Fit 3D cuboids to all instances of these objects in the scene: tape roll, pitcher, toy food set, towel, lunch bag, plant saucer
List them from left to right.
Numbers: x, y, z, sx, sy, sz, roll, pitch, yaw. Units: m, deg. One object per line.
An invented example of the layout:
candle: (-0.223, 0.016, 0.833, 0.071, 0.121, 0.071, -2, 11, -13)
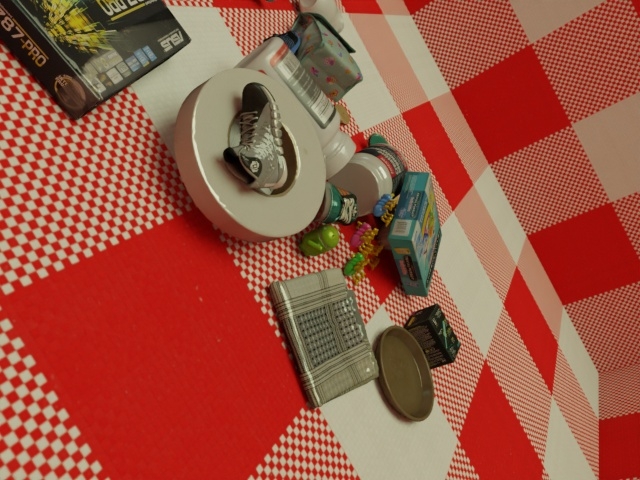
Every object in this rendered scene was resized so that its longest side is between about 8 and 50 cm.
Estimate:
tape roll: (-0.142, -0.189, 1.259, 0.392, 0.072, 0.392, 17, 66, -44)
pitcher: (0.001, -0.886, 2.099, 0.207, 0.125, 0.178, 8, 69, -62)
lunch bag: (0.011, -0.637, 1.909, 0.223, 0.160, 0.262, 33, 33, -39)
towel: (0.027, 0.228, 1.404, 0.324, 0.056, 0.312, -5, 72, -58)
toy food set: (0.074, -0.447, 1.990, 0.082, 0.020, 0.083, 37, 41, -36)
plant saucer: (0.239, 0.382, 1.618, 0.278, 0.041, 0.278, 34, 43, -39)

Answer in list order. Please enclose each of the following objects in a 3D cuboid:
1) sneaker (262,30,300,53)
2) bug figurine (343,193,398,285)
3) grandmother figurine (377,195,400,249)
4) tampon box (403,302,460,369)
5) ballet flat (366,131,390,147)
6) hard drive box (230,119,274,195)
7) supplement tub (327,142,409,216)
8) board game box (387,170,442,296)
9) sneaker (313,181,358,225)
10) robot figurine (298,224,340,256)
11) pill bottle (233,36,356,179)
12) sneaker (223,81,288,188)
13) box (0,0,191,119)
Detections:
sneaker: (-0.128, -0.614, 1.756, 0.090, 0.081, 0.232, 50, 34, -30)
bug figurine: (0.139, -0.005, 1.619, 0.072, 0.279, 0.216, 28, 48, 16)
grandmother figurine: (0.260, -0.096, 1.948, 0.208, 0.104, 0.342, 26, 44, -7)
tampon box: (0.353, 0.305, 1.780, 0.161, 0.101, 0.120, 60, 31, -5)
ballet flat: (0.239, -0.314, 2.099, 0.241, 0.091, 0.077, 47, 5, -32)
hard drive box: (-0.203, -0.206, 1.345, 0.232, 0.089, 0.181, 43, 38, -30)
supplement tub: (0.154, -0.190, 1.759, 0.191, 0.191, 0.272, 61, 32, -5)
board game box: (0.308, -0.013, 1.780, 0.336, 0.079, 0.254, 63, 40, -51)
sneaker: (0.048, -0.093, 1.484, 0.121, 0.108, 0.302, 15, 8, -3)
robot figurine: (0.000, 0.000, 1.468, 0.067, 0.115, 0.101, 57, 33, -12)
pill bottle: (-0.079, -0.336, 1.507, 0.363, 0.210, 0.210, 48, 35, -24)
sneaker: (-0.146, -0.213, 1.148, 0.132, 0.086, 0.229, -15, 91, -46)
box: (-0.470, -0.460, 1.131, 0.318, 0.097, 0.395, 54, 32, -21)
